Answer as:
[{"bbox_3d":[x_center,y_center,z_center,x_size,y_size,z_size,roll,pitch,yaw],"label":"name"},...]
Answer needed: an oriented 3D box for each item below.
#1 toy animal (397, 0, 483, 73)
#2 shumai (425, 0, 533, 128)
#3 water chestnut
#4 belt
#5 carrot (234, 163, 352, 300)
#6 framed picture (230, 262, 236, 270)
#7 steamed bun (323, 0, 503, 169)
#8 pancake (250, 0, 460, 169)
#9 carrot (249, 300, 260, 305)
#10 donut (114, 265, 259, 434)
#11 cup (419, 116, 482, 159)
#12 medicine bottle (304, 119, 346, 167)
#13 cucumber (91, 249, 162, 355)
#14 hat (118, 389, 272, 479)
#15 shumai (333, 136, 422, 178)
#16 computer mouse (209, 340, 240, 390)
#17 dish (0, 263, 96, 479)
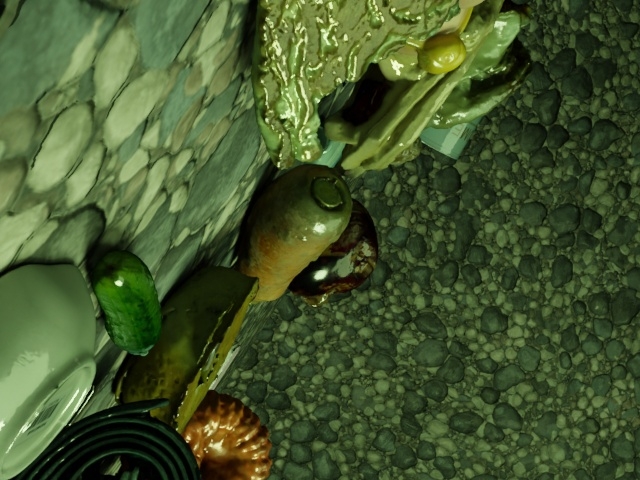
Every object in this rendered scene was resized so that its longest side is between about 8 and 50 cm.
[{"bbox_3d":[0.108,-0.273,0.635,0.149,0.165,0.248,-61,-175,-26],"label":"toy animal"},{"bbox_3d":[0.240,-0.410,1.206,0.292,0.288,0.330,-29,-146,13],"label":"shumai"},{"bbox_3d":[0.000,0.000,1.220,0.224,0.238,0.223,-15,156,-7],"label":"water chestnut"},{"bbox_3d":[-0.233,0.300,0.696,0.267,0.206,0.116,-62,-178,-18],"label":"belt"},{"bbox_3d":[-0.058,-0.006,0.985,0.138,0.139,0.302,-54,-179,-41],"label":"carrot"},{"bbox_3d":[-0.156,0.076,1.308,0.265,0.016,0.347,-60,175,36],"label":"framed picture"},{"bbox_3d":[0.141,-0.308,0.887,0.428,0.189,0.247,-56,-161,-6],"label":"steamed bun"},{"bbox_3d":[0.045,-0.220,0.498,0.197,0.054,0.376,11,123,-44],"label":"pancake"},{"bbox_3d":[-0.089,0.028,1.336,0.254,0.049,0.049,-59,177,-4],"label":"carrot"},{"bbox_3d":[-0.187,0.149,0.889,0.272,0.107,0.272,-61,180,0],"label":"donut"},{"bbox_3d":[0.297,-0.419,1.609,0.311,0.331,0.257,-59,-150,15],"label":"cup"},{"bbox_3d":[0.006,-0.161,1.069,0.090,0.054,0.208,-56,175,6],"label":"medicine bottle"},{"bbox_3d":[-0.177,0.063,0.588,0.056,0.056,0.250,-55,175,-27],"label":"cucumber"},{"bbox_3d":[-0.291,0.413,1.293,0.285,0.285,0.400,-56,-153,-15],"label":"hat"},{"bbox_3d":[0.098,-0.195,1.284,0.175,0.166,0.206,-48,154,14],"label":"shumai"},{"bbox_3d":[-0.296,0.364,1.651,0.245,0.056,0.126,-56,176,-2],"label":"computer mouse"},{"bbox_3d":[-0.207,0.106,0.426,0.190,0.066,0.190,-57,177,-5],"label":"dish"}]
